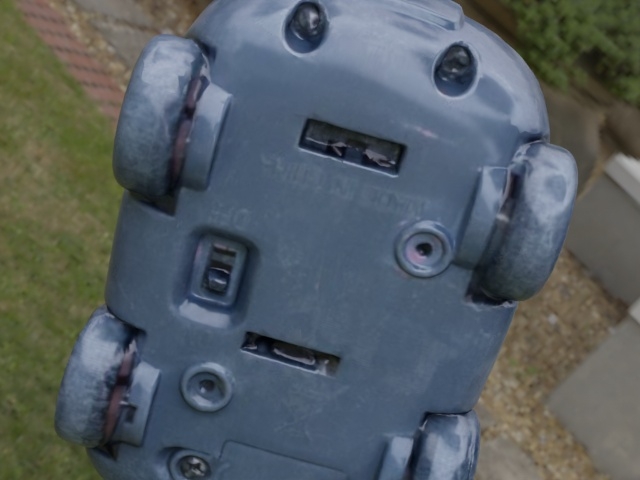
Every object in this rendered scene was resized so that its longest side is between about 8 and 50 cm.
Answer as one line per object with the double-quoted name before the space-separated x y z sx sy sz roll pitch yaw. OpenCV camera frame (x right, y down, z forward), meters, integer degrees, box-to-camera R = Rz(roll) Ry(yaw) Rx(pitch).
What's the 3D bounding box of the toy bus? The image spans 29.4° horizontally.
"toy bus" 0.000 0.000 0.632 0.197 0.294 0.232 15 23 -1
